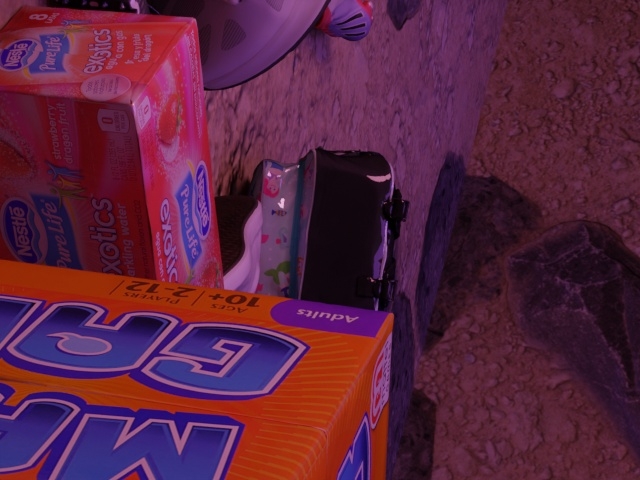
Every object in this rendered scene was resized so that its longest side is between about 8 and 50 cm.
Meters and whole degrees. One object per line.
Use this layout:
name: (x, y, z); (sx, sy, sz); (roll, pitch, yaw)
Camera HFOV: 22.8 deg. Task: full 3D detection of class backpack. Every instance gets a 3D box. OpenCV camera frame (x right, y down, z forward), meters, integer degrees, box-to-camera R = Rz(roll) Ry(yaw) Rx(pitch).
backpack: (0.000, 0.000, 1.887); (0.253, 0.191, 0.225); (-73, 169, -88)

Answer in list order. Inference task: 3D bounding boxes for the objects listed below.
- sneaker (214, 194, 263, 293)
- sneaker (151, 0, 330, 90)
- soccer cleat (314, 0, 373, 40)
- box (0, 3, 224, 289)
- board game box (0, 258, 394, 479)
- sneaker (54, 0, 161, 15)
sneaker: (-0.114, 0.053, 1.658); (0.290, 0.106, 0.123); (-54, 145, -65)
sneaker: (-0.076, -0.305, 1.348); (0.257, 0.169, 0.447); (-8, 146, -51)
soccer cleat: (0.007, -0.304, 2.050); (0.095, 0.083, 0.248); (-55, 164, -7)
box: (-0.178, -0.023, 1.281); (0.142, 0.154, 0.300); (-65, 156, -51)
board game box: (-0.169, 0.250, 1.024); (0.356, 0.357, 0.356); (-53, 147, -63)
sneaker: (-0.174, -0.178, 1.378); (0.234, 0.078, 0.106); (85, 15, -51)
